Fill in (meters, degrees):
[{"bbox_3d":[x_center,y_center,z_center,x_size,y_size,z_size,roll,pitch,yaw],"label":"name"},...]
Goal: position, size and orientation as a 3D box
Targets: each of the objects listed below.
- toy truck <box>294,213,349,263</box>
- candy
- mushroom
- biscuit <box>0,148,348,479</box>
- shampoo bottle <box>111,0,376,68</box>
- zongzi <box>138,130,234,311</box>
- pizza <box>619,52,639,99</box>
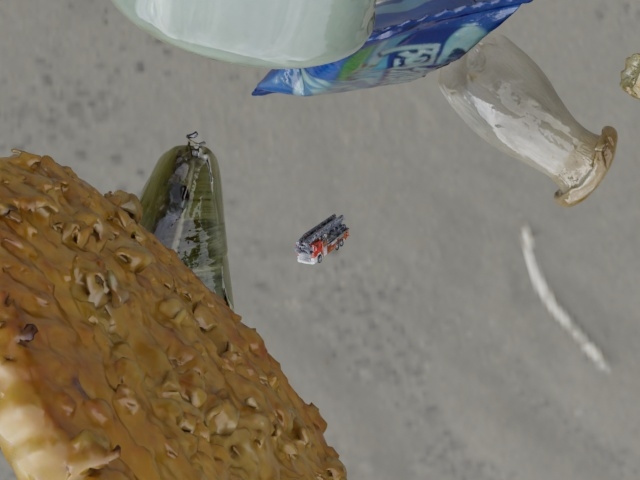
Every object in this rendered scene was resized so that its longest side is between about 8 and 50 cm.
[{"bbox_3d":[0.000,0.000,1.660,0.024,0.083,0.032,12,117,27],"label":"toy truck"},{"bbox_3d":[0.060,-0.186,1.644,0.187,0.077,0.331,-17,179,-21],"label":"candy"},{"bbox_3d":[0.211,-0.127,1.780,0.097,0.212,0.088,-44,161,-18],"label":"mushroom"},{"bbox_3d":[-0.034,0.075,0.569,0.035,0.254,0.254,-34,130,9],"label":"biscuit"},{"bbox_3d":[0.003,-0.177,0.451,0.085,0.085,0.262,6,122,-15],"label":"shampoo bottle"},{"bbox_3d":[-0.196,-0.006,1.819,0.204,0.205,0.094,-5,180,-21],"label":"zongzi"},{"bbox_3d":[0.397,-0.202,1.398,0.323,0.089,0.223,-8,132,7],"label":"pizza"}]
